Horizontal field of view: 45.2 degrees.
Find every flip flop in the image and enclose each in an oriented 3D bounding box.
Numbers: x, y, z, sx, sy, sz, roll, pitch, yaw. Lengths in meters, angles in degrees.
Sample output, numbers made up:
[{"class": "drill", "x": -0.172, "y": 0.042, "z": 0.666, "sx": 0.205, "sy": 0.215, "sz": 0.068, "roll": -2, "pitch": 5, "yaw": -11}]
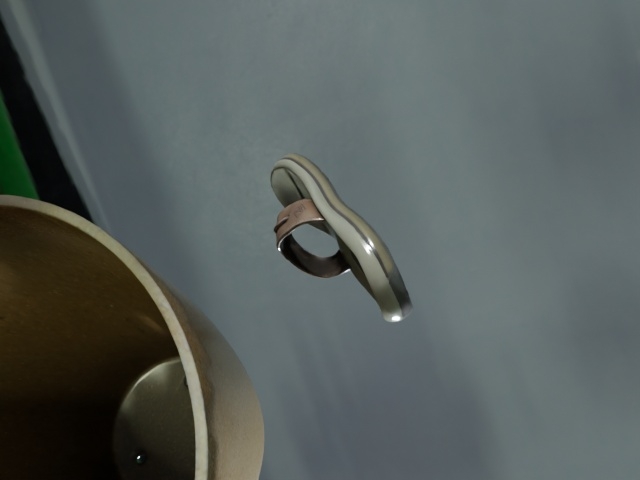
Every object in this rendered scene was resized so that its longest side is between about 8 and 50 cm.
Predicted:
[{"class": "flip flop", "x": 0.000, "y": 0.000, "z": 0.759, "sx": 0.112, "sy": 0.080, "sz": 0.277, "roll": 57, "pitch": 177, "yaw": -37}]

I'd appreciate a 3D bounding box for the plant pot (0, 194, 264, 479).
[{"class": "plant pot", "x": -0.127, "y": 0.118, "z": 0.450, "sx": 0.254, "sy": 0.237, "sz": 0.237, "roll": 36, "pitch": -146, "yaw": -71}]
